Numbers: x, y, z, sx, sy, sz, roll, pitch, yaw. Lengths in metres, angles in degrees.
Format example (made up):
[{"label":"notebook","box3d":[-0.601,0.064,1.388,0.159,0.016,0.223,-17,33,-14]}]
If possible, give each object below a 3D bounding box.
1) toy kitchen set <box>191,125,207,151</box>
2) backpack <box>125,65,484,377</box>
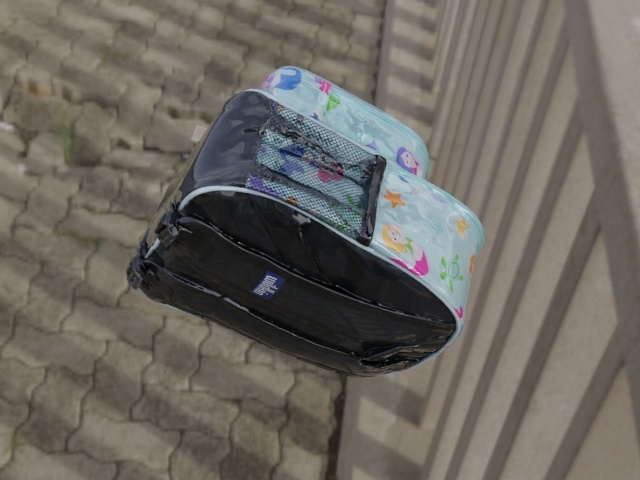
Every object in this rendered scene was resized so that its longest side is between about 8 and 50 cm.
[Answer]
[{"label":"toy kitchen set","box3d":[-0.097,-0.074,1.030,0.083,0.068,0.075,19,70,1]},{"label":"backpack","box3d":[0.000,0.000,0.833,0.253,0.225,0.191,29,56,-11]}]
